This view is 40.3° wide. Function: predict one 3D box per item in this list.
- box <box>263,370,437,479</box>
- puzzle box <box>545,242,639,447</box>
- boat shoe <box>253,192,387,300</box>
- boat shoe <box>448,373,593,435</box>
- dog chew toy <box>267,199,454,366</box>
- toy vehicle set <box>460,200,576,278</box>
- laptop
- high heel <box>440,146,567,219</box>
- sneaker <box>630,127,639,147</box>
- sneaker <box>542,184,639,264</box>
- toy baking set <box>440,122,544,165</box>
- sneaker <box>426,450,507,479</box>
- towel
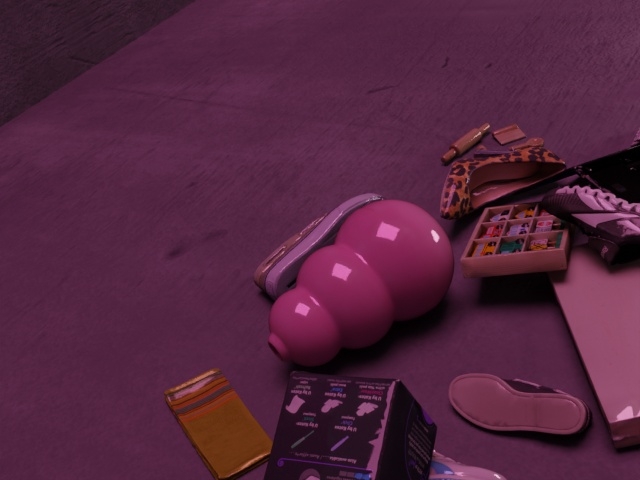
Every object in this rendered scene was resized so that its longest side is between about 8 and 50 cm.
[{"bbox_3d":[0.026,0.308,1.007,0.143,0.165,0.270,0,59,26],"label":"box"},{"bbox_3d":[0.500,0.114,1.272,0.272,0.052,0.409,-15,31,10],"label":"puzzle box"},{"bbox_3d":[0.000,0.000,1.639,0.302,0.109,0.094,-36,35,-25],"label":"boat shoe"},{"bbox_3d":[0.279,0.232,1.224,0.206,0.075,0.065,5,-6,38],"label":"boat shoe"},{"bbox_3d":[0.057,0.081,1.417,0.332,0.206,0.206,-37,37,-17],"label":"dog chew toy"},{"bbox_3d":[0.346,-0.008,1.493,0.166,0.035,0.267,-7,18,22],"label":"toy vehicle set"},{"bbox_3d":[0.527,-0.084,1.549,0.234,0.136,0.264,-19,49,-32],"label":"laptop"},{"bbox_3d":[0.343,-0.106,1.642,0.186,0.093,0.261,7,35,31],"label":"high heel"},{"bbox_3d":[0.648,-0.210,1.725,0.083,0.071,0.190,-24,23,17],"label":"sneaker"},{"bbox_3d":[0.446,-0.018,1.363,0.234,0.078,0.106,18,72,33],"label":"sneaker"},{"bbox_3d":[0.357,-0.183,1.837,0.256,0.030,0.197,-34,37,-27],"label":"toy baking set"},{"bbox_3d":[0.135,0.303,1.132,0.229,0.087,0.092,1,34,21],"label":"sneaker"},{"bbox_3d":[-0.159,0.280,1.353,0.102,0.021,0.237,-28,34,-17],"label":"towel"}]
